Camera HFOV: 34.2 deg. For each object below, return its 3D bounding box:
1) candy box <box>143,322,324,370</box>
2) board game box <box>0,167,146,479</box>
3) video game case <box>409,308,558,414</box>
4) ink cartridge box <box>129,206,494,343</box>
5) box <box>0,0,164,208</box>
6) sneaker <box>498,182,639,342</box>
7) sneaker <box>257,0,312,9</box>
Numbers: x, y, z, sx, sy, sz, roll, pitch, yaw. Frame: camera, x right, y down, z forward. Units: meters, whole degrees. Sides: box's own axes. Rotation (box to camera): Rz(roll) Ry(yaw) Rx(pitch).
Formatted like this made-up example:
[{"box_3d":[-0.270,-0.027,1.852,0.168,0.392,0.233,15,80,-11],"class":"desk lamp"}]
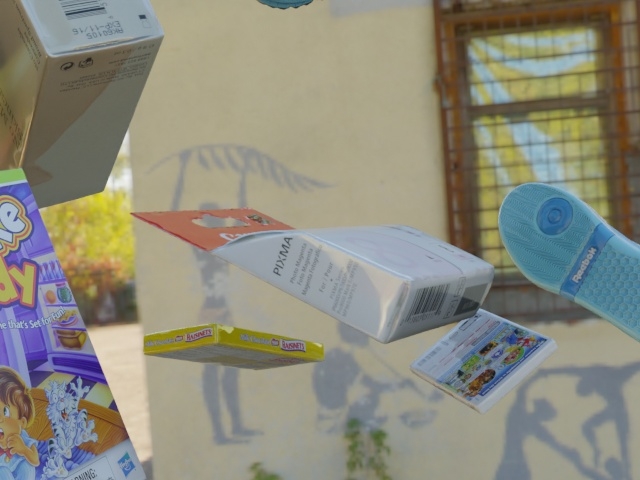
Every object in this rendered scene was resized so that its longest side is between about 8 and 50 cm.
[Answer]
[{"box_3d":[-0.094,0.124,1.189,0.105,0.027,0.206,-14,-19,31],"class":"candy box"},{"box_3d":[-0.268,0.098,0.576,0.078,0.233,0.347,-23,-1,29],"class":"board game box"},{"box_3d":[0.138,0.101,0.899,0.087,0.011,0.122,-38,21,-12],"class":"video game case"},{"box_3d":[0.000,0.000,0.814,0.232,0.066,0.189,30,15,23],"class":"ink cartridge box"},{"box_3d":[-0.278,-0.168,1.093,0.121,0.148,0.311,-19,-19,-31],"class":"box"},{"box_3d":[0.389,0.047,1.380,0.319,0.127,0.208,43,15,35],"class":"sneaker"},{"box_3d":[0.035,-0.367,1.248,0.262,0.104,0.125,-28,-17,-12],"class":"sneaker"}]
